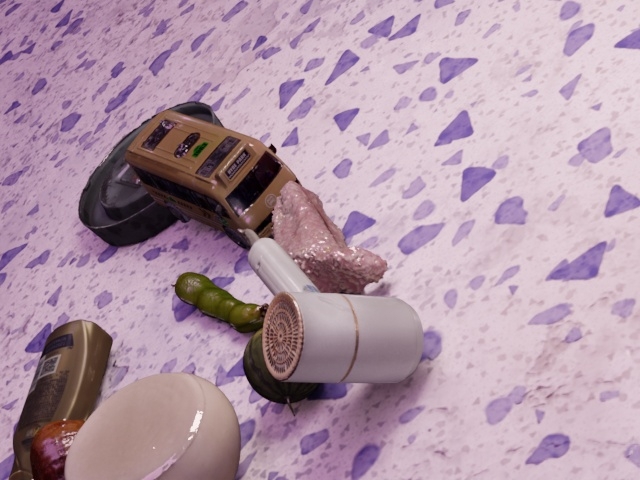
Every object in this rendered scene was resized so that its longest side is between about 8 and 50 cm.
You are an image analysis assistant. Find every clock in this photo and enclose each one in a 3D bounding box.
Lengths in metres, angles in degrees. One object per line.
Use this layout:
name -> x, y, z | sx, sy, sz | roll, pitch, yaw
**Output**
clock -> -0.297, -0.119, 2.330 | 0.313, 0.061, 0.312 | -28, 33, 20

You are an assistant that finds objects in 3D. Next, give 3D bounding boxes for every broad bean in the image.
broad bean -> -0.145, 0.091, 1.907 | 0.052, 0.052, 0.256 | -13, 17, -31

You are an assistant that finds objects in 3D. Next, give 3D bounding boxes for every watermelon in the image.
watermelon -> -0.044, 0.165, 1.654 | 0.105, 0.105, 0.133 | -29, 49, 19

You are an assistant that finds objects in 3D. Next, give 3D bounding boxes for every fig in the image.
fig -> -0.292, 0.303, 1.765 | 0.201, 0.146, 0.134 | -13, 42, -34

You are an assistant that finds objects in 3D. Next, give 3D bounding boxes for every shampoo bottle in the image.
shampoo bottle -> -0.395, 0.271, 1.920 | 0.126, 0.084, 0.350 | -26, 34, 27

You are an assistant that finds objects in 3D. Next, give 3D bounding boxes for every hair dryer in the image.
hair dryer -> -0.022, 0.059, 1.647 | 0.357, 0.173, 0.107 | 49, 127, 53

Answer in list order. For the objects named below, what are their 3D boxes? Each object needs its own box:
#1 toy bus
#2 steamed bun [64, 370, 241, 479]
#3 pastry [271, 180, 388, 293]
toy bus -> -0.170, -0.105, 2.054 | 0.289, 0.157, 0.139 | 24, 68, 47
steamed bun -> -0.196, 0.283, 1.625 | 0.232, 0.145, 0.232 | -23, 34, 16
pastry -> -0.008, 0.011, 1.812 | 0.112, 0.103, 0.265 | -48, 29, 2
